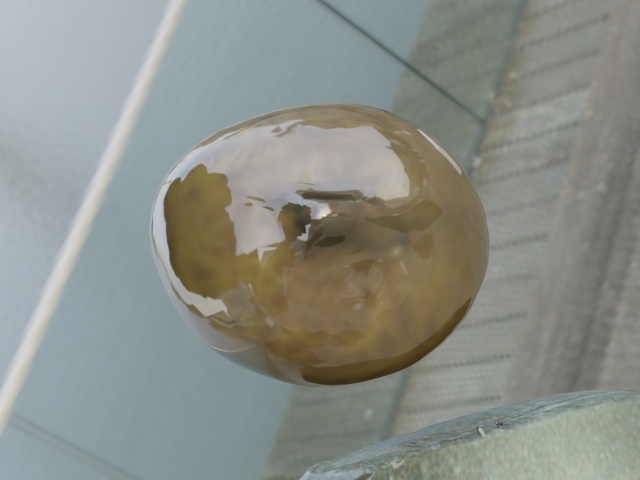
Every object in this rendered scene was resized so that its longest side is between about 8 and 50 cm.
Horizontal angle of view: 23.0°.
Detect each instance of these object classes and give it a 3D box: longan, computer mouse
[{"bbox_3d":[0.000,0.000,0.503,0.113,0.113,0.092,-9,70,55],"label":"longan"},{"bbox_3d":[0.066,0.122,0.597,0.068,0.229,0.113,-31,74,56],"label":"computer mouse"}]
